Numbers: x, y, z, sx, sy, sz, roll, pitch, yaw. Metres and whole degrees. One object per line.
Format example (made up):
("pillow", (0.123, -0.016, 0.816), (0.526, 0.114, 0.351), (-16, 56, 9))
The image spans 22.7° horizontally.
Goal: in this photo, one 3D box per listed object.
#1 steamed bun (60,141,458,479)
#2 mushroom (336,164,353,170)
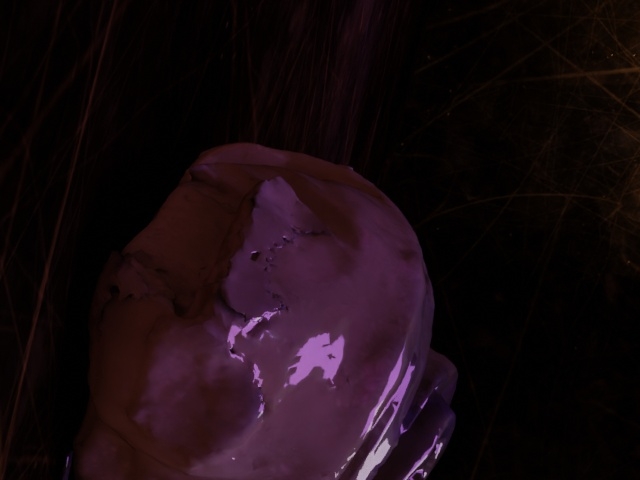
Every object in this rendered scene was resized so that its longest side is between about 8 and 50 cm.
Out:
("steamed bun", (-0.026, 0.111, 1.105), (0.394, 0.237, 0.347), (81, 26, -79))
("mushroom", (0.000, 0.000, 2.063), (0.084, 0.071, 0.209), (-7, 113, -50))
